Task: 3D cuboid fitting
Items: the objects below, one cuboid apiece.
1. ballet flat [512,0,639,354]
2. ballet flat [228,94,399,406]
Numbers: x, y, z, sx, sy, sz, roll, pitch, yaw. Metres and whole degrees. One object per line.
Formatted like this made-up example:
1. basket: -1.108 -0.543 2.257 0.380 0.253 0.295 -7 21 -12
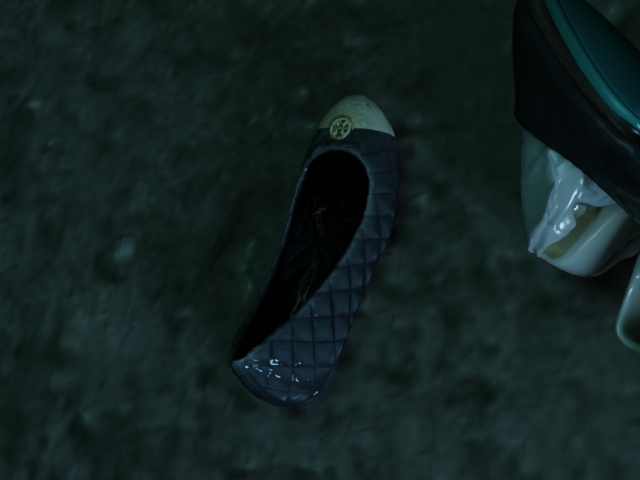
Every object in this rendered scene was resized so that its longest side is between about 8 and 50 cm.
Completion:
1. ballet flat: 0.141 -0.010 0.805 0.096 0.095 0.280 -52 42 15
2. ballet flat: 0.000 0.000 0.939 0.057 0.049 0.173 -3 60 37
